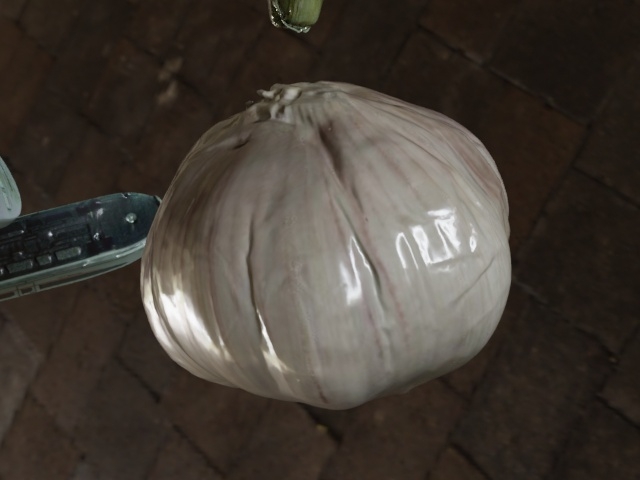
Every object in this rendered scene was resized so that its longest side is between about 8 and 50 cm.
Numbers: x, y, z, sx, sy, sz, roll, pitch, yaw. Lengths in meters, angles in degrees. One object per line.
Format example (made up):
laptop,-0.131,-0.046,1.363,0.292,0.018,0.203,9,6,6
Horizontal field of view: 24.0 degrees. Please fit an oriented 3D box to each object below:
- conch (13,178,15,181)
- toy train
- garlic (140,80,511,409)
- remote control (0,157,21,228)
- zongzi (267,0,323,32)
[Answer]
conch,-0.338,-0.006,1.406,0.155,0.207,0.130,-35,82,13
toy train,-0.380,0.030,1.804,0.088,0.407,0.086,103,151,-68
garlic,0.000,0.000,1.219,0.317,0.317,0.259,16,122,49
remote control,-0.296,-0.053,1.181,0.045,0.256,0.097,-28,82,5
zongzi,-0.003,-0.232,1.218,0.113,0.052,0.104,-25,70,49
